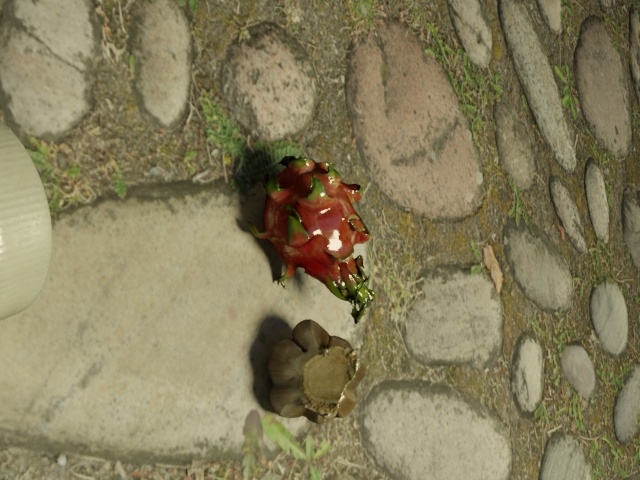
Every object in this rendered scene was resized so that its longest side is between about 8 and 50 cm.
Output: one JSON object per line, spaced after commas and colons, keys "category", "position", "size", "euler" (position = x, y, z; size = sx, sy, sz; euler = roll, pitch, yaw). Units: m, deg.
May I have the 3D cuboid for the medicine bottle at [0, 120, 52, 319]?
{"category": "medicine bottle", "position": [-0.403, 0.018, 0.684], "size": [0.371, 0.211, 0.211], "euler": [-22, 97, -51]}

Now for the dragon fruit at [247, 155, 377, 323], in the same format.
{"category": "dragon fruit", "position": [-0.004, 0.001, 1.238], "size": [0.135, 0.137, 0.236], "euler": [-34, 109, -46]}

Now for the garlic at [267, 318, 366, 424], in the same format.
{"category": "garlic", "position": [0.002, 0.172, 1.229], "size": [0.194, 0.127, 0.131], "euler": [17, 84, -75]}
